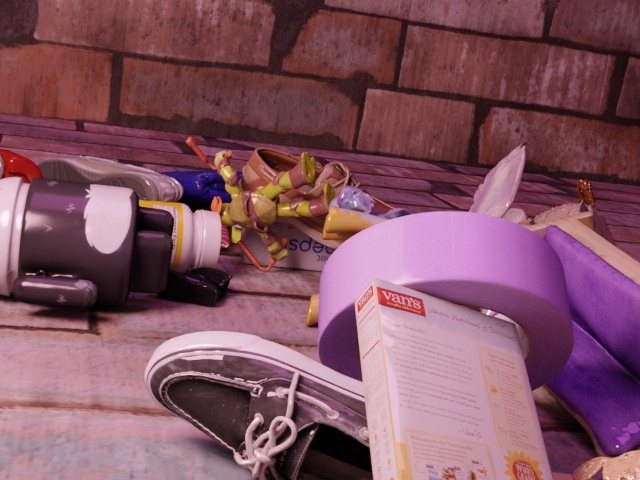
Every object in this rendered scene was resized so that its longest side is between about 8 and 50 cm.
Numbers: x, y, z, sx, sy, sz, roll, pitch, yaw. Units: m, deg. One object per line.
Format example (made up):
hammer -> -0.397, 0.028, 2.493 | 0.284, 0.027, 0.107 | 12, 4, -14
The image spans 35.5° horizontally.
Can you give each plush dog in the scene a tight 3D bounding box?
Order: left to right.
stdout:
plush dog -> 0.444, 0.006, 1.964 | 0.225, 0.210, 0.262 | -15, -3, 30

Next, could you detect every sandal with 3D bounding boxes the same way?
sandal -> 0.323, 0.238, 0.962 | 0.240, 0.079, 0.088 | 17, 15, 37

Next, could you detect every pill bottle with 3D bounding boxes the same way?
pill bottle -> -0.271, -0.006, 1.606 | 0.209, 0.119, 0.119 | 5, 12, -18

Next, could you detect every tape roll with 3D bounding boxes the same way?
tape roll -> 0.135, 0.086, 1.102 | 0.275, 0.274, 0.090 | 7, 53, -6

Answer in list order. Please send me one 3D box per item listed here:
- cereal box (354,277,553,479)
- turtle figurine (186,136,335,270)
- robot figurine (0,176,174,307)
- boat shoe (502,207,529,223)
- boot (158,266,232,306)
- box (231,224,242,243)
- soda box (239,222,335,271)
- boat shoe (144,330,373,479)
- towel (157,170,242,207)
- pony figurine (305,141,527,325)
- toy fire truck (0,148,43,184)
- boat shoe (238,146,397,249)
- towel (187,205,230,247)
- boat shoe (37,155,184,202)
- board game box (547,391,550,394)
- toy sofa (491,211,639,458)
cereal box -> 0.123, 0.155, 0.922 | 0.173, 0.047, 0.240 | 19, 40, -21
turtle figurine -> -0.099, -0.071, 1.641 | 0.217, 0.269, 0.087 | -18, 20, 28
robot figurine -> -0.348, 0.005, 1.389 | 0.278, 0.173, 0.209 | 6, -5, -11
boat shoe -> 0.421, -0.018, 2.292 | 0.099, 0.116, 0.319 | 51, -1, -8
boot -> -0.196, 0.062, 1.521 | 0.121, 0.045, 0.099 | 16, 14, 2
box -> -0.099, -0.015, 1.955 | 0.109, 0.042, 0.178 | 11, 12, 15
soda box -> 0.000, 0.000, 1.819 | 0.286, 0.098, 0.091 | 5, 14, -11
boat shoe -> -0.029, 0.180, 0.936 | 0.306, 0.113, 0.105 | 22, 29, 2
towel -> -0.249, -0.101, 2.067 | 0.228, 0.076, 0.308 | 0, 2, -41
pony figurine -> 0.181, 0.027, 1.533 | 0.364, 0.302, 0.351 | 12, 44, -1
toy fire truck -> -0.584, -0.133, 1.677 | 0.217, 0.246, 0.158 | -3, 17, -42
boat shoe -> 0.013, -0.071, 1.713 | 0.324, 0.116, 0.123 | 17, 37, 3
towel -> -0.281, -0.031, 1.936 | 0.199, 0.031, 0.275 | 6, 12, -11
boat shoe -> -0.411, -0.100, 1.902 | 0.320, 0.118, 0.103 | 5, 13, 32
board game box -> 0.479, 0.218, 1.254 | 0.214, 0.046, 0.317 | 0, 15, -40
toy sofa -> 0.343, 0.105, 1.227 | 0.177, 0.150, 0.362 | -14, 25, -11
